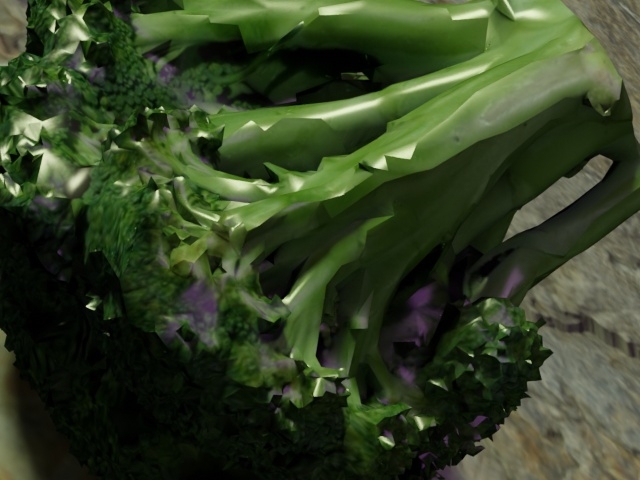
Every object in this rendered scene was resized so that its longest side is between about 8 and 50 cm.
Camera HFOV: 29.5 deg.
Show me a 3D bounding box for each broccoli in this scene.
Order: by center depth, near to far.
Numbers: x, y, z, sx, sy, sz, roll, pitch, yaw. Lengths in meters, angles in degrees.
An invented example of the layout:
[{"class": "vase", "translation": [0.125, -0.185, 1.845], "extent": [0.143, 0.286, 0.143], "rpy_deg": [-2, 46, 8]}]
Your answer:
[{"class": "broccoli", "translation": [0.000, 0.000, 0.522], "extent": [0.308, 0.275, 0.308], "rpy_deg": [59, 13, -22]}]
